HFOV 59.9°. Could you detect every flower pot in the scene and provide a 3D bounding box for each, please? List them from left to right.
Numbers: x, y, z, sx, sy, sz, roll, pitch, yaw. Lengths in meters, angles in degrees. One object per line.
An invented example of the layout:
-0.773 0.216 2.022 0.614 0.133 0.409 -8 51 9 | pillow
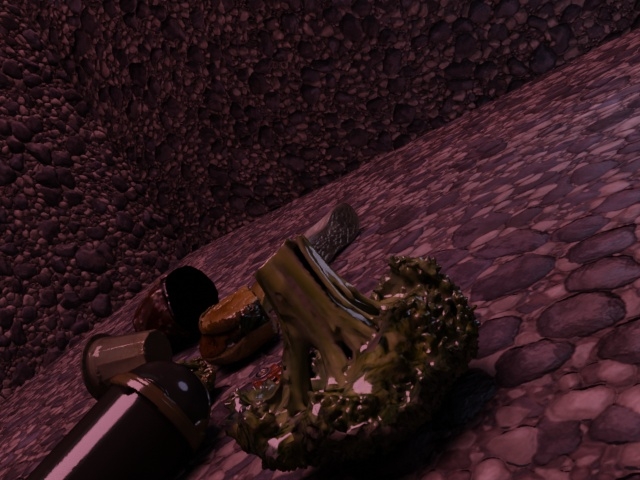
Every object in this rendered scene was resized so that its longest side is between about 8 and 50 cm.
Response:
-0.560 0.363 1.644 0.202 0.213 0.212 -13 17 16 | flower pot

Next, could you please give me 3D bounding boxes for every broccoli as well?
-0.302 0.324 1.275 0.130 0.120 0.132 -18 42 26 | broccoli
0.030 0.159 0.789 0.375 0.302 0.249 -37 -26 0 | broccoli

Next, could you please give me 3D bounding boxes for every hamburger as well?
-0.227 0.227 1.440 0.211 0.133 0.309 -34 12 -9 | hamburger

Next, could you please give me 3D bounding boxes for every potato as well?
-0.195 0.176 1.686 0.149 0.081 0.120 -20 15 42 | potato

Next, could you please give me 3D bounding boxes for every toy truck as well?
-0.026 0.237 1.022 0.192 0.083 0.092 -36 18 -22 | toy truck

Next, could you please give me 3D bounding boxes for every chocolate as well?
-0.500 0.241 1.877 0.210 0.225 0.340 -36 7 16 | chocolate

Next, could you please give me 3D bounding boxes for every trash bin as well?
-0.348 0.363 1.020 0.334 0.214 0.214 -44 17 -34 | trash bin

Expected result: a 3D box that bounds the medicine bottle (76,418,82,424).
-0.522 0.445 1.396 0.260 0.095 0.095 -36 13 -27 | medicine bottle

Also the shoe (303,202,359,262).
0.000 0.000 1.828 0.159 0.124 0.316 -29 11 45 | shoe
